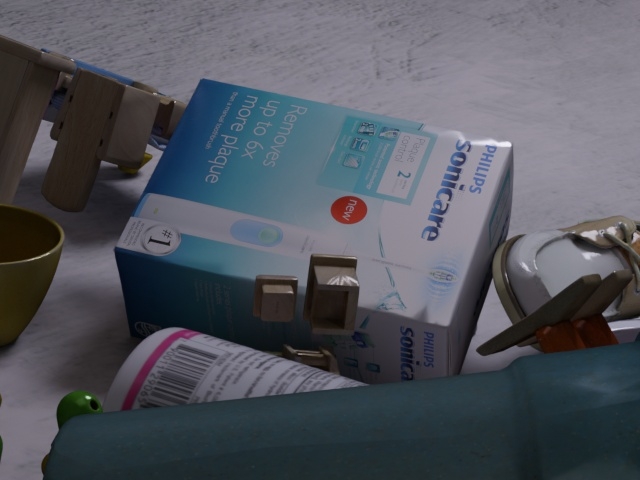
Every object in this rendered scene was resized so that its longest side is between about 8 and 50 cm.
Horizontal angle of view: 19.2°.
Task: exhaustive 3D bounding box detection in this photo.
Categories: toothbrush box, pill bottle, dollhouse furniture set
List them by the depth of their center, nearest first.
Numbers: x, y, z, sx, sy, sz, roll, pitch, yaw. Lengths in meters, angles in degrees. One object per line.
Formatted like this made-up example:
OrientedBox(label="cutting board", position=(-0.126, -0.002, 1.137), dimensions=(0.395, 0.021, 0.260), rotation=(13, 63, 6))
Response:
OrientedBox(label="pill bottle", position=(-0.003, 0.171, 1.294), dimensions=(0.283, 0.160, 0.160), rotation=(16, 24, 20))
OrientedBox(label="dollhouse furniture set", position=(0.225, 0.165, 1.316), dimensions=(0.262, 0.135, 0.259), rotation=(61, 22, 11))
OrientedBox(label="dollhouse furniture set", position=(-0.072, 0.076, 1.497), dimensions=(0.182, 0.161, 0.101), rotation=(4, 23, -9))
OrientedBox(label="toothbrush box", position=(0.000, 0.000, 1.641), dimensions=(0.296, 0.126, 0.216), rotation=(14, 53, 13))
OrientedBox(label="dollhouse furniture set", position=(-0.209, -0.060, 1.843), dimensions=(0.286, 0.198, 0.303), rotation=(23, 5, 39))

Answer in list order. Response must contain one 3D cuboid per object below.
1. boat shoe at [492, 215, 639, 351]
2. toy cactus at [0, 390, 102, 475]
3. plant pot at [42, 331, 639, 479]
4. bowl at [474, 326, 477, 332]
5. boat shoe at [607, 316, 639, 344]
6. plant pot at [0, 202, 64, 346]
OrientedBox(label="boat shoe", position=(0.248, 0.025, 1.678), dimensions=(0.103, 0.113, 0.302), rotation=(-29, -7, 27))
OrientedBox(label="toy cactus", position=(-0.197, 0.199, 1.210), dimensions=(0.180, 0.219, 0.112), rotation=(41, -9, -24))
OrientedBox(label="plant pot", position=(0.027, 0.216, 1.020), dimensions=(0.334, 0.341, 0.341), rotation=(0, 23, 2))
OrientedBox(label="bowl", position=(0.064, 0.047, 1.746), dimensions=(0.142, 0.053, 0.142), rotation=(-8, 28, -35))
OrientedBox(label="boat shoe", position=(0.303, 0.106, 1.643), dimensions=(0.258, 0.095, 0.084), rotation=(7, 16, -28))
OrientedBox(label="plant pot", position=(-0.289, 0.036, 1.616), dimensions=(0.134, 0.095, 0.134), rotation=(5, 23, -2))
